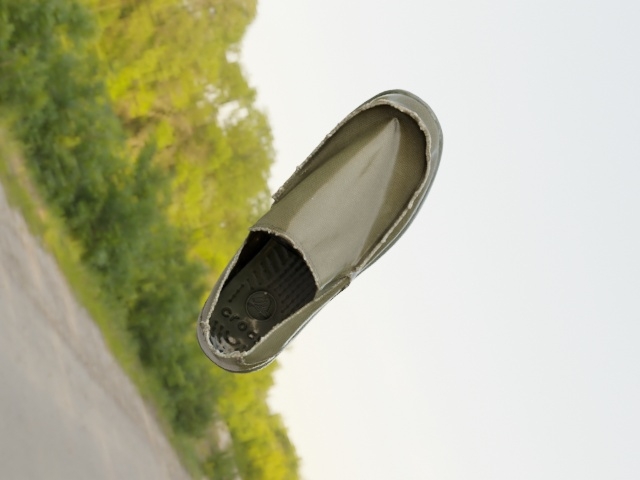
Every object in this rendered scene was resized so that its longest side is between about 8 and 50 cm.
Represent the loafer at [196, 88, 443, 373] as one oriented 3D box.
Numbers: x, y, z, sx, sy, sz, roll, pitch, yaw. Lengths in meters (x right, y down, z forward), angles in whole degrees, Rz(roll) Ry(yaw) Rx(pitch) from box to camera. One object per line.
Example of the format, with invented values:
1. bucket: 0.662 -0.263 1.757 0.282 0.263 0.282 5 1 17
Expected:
1. loafer: 0.000 0.000 0.754 0.094 0.251 0.087 36 5 2
